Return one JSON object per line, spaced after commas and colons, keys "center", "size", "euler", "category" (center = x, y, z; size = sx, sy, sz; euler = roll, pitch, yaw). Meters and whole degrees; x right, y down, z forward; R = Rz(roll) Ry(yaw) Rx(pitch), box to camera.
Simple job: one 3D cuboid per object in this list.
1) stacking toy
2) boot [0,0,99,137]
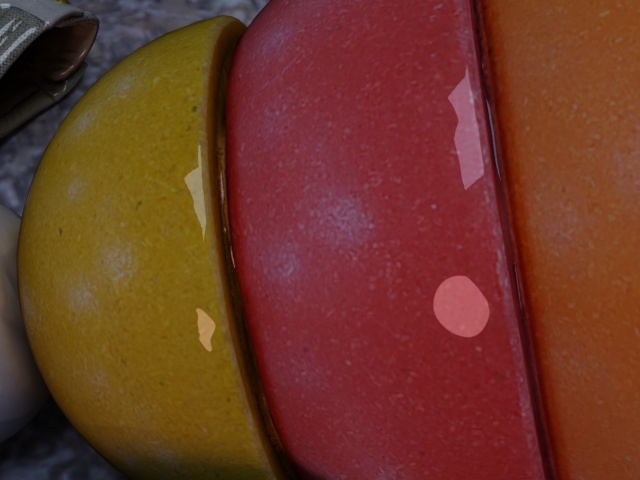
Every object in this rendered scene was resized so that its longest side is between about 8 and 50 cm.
{"center": [0.000, 0.000, 0.586], "size": [0.480, 0.350, 0.350], "euler": [-7, 52, 10], "category": "stacking toy"}
{"center": [-0.186, -0.154, 0.781], "size": [0.165, 0.077, 0.213], "euler": [28, 61, 16], "category": "boot"}
